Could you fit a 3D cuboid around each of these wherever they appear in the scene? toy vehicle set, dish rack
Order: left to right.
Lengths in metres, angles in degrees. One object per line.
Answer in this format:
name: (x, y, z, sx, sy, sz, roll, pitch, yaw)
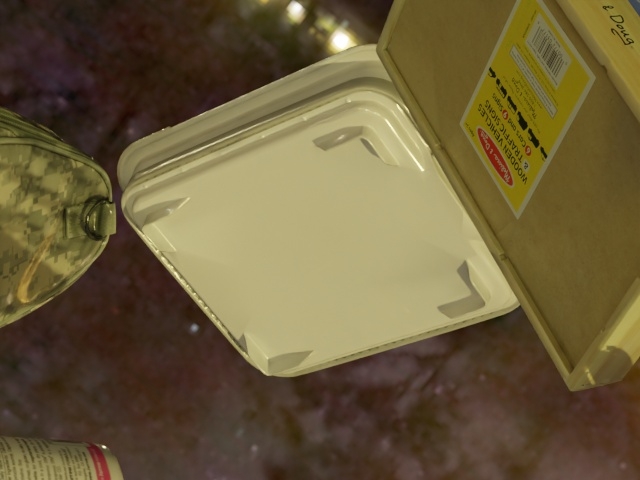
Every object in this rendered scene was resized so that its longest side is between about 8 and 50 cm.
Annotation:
dish rack: (0.000, 0.000, 1.204, 0.285, 0.332, 0.072, 53, -144, -25)
toy vehicle set: (0.120, -0.073, 0.770, 0.035, 0.166, 0.267, -11, -123, -25)

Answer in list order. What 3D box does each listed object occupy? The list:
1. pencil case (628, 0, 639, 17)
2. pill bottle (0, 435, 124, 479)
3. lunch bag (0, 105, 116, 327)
pencil case: (0.387, -0.274, 1.619, 0.306, 0.119, 0.133, 27, 168, 22)
pill bottle: (-0.331, 0.254, 1.258, 0.283, 0.160, 0.160, 9, -158, -29)
lunch bag: (-0.365, -0.039, 1.242, 0.305, 0.213, 0.256, 19, -161, 37)
